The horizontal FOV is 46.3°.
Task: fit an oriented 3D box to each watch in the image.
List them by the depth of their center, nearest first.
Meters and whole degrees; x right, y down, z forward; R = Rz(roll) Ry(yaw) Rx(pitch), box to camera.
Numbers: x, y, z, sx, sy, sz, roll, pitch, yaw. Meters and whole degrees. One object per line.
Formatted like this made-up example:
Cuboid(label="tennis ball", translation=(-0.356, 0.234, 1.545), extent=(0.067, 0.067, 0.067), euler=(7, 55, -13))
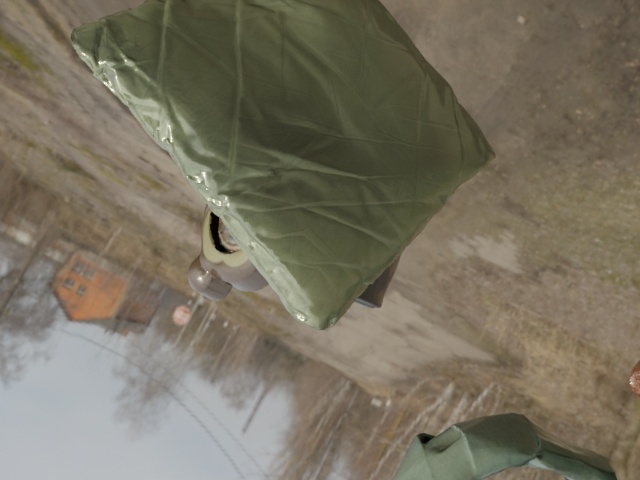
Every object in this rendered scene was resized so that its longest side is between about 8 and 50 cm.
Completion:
Cuboid(label="watch", translation=(0.162, 0.281, 0.641), extent=(0.241, 0.253, 0.162), euler=(16, -177, -19))
Cuboid(label="watch", translation=(0.000, 0.000, 1.254), extent=(0.327, 0.313, 0.335), euler=(22, 177, -38))

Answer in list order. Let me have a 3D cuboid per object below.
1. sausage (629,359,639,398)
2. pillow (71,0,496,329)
Cuboid(label="sausage", translation=(0.302, 0.092, 0.606), extent=(0.177, 0.047, 0.040), euler=(-15, -110, -43))
Cuboid(label="pillow", translation=(-0.009, -0.107, 0.604), extent=(0.274, 0.281, 0.076), euler=(50, 143, -4))
